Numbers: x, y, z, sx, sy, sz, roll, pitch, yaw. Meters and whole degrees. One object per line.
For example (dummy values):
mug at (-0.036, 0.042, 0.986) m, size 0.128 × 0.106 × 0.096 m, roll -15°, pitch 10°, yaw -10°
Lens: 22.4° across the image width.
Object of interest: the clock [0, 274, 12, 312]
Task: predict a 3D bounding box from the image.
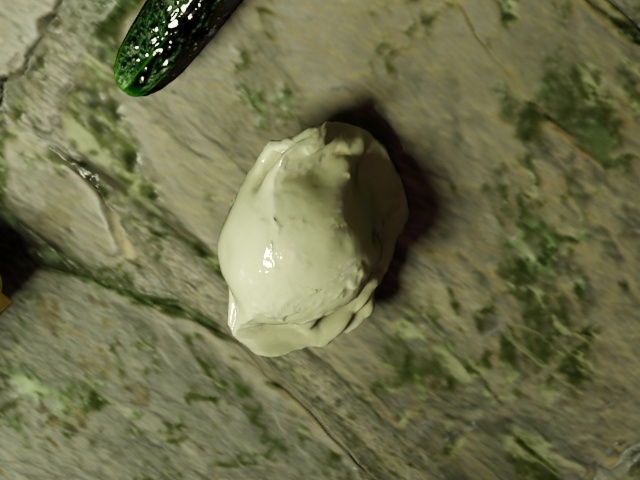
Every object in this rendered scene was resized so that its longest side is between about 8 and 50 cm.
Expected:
clock at (-0.496, 0.030, 1.626) m, size 0.317 × 0.200 × 0.244 m, roll 44°, pitch 116°, yaw -10°

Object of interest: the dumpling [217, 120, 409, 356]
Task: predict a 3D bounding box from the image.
dumpling at (0.000, 0.000, 1.557) m, size 0.193 × 0.147 × 0.258 m, roll -7°, pitch 122°, yaw -24°

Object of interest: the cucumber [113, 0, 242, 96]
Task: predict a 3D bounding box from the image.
cucumber at (-0.115, -0.216, 1.463) m, size 0.074 × 0.074 × 0.241 m, roll 32°, pitch 123°, yaw -13°
